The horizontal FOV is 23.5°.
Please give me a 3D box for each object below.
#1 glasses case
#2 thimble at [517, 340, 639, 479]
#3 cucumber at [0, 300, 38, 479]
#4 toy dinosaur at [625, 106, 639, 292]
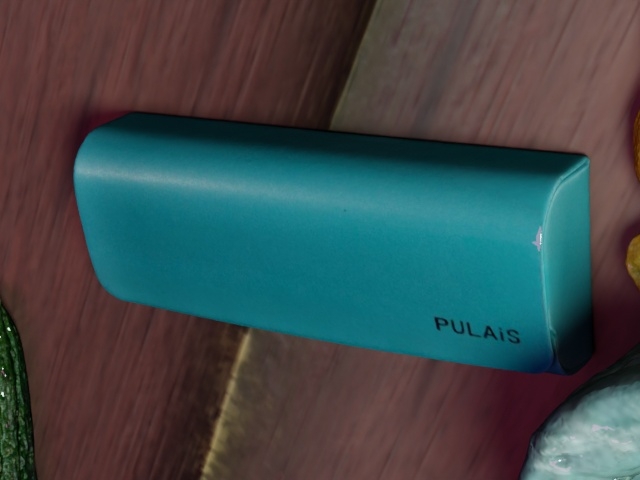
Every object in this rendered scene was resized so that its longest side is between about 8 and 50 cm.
[{"bbox_3d":[0.000,0.002,0.853,0.301,0.070,0.117,7,113,31],"label":"glasses case"},{"bbox_3d":[0.197,0.141,0.728,0.198,0.143,0.235,33,124,20],"label":"thimble"},{"bbox_3d":[-0.237,0.161,1.077,0.077,0.077,0.265,9,114,31],"label":"cucumber"},{"bbox_3d":[0.164,-0.059,0.733,0.126,0.039,0.162,-35,87,40],"label":"toy dinosaur"}]
